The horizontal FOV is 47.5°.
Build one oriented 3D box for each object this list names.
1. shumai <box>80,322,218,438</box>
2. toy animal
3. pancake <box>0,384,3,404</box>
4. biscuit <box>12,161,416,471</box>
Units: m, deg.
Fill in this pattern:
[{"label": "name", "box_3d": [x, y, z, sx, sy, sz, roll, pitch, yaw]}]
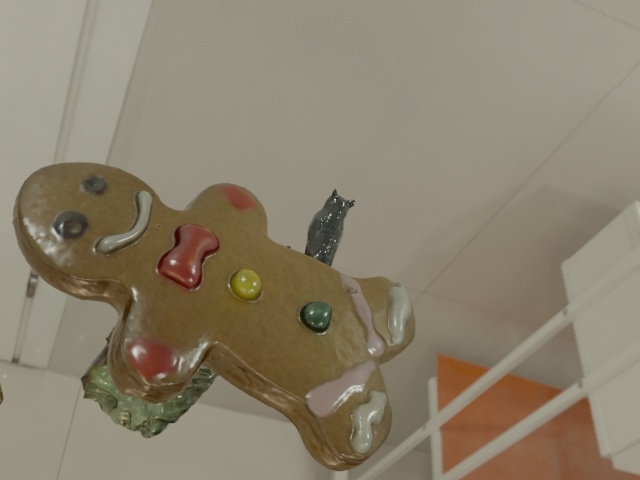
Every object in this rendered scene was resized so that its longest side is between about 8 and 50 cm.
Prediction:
[{"label": "shumai", "box_3d": [-0.222, 0.161, 0.965, 0.142, 0.184, 0.184, 46, 44, -8]}, {"label": "toy animal", "box_3d": [0.002, -0.002, 1.532, 0.121, 0.210, 0.117, 21, 16, -24]}, {"label": "pancake", "box_3d": [-0.287, 0.101, 0.529, 0.108, 0.108, 0.017, 19, 36, -15]}, {"label": "biscuit", "box_3d": [-0.097, 0.045, 0.724, 0.431, 0.064, 0.283, 31, 43, -8]}]
